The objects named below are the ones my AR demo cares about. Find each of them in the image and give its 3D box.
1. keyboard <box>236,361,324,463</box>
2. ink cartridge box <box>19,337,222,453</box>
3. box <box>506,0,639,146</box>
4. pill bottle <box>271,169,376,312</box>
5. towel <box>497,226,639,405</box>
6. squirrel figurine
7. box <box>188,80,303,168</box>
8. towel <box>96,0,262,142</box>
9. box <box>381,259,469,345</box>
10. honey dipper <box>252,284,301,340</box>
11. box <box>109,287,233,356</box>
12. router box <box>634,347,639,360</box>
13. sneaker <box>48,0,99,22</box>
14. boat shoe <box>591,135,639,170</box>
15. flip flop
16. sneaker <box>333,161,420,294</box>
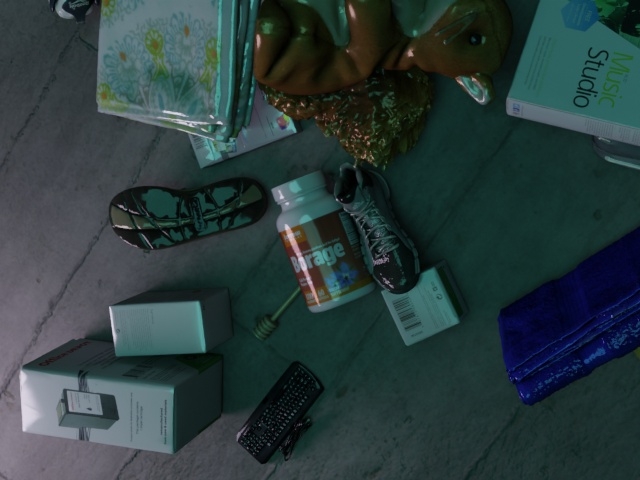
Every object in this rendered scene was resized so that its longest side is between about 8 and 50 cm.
[{"bbox_3d":[-0.065,0.310,2.020,0.100,0.038,0.192,39,108,8],"label":"keyboard"},{"bbox_3d":[-0.340,0.262,2.008,0.289,0.211,0.122,5,101,18],"label":"ink cartridge box"},{"bbox_3d":[0.458,-0.256,1.703,0.322,0.058,0.232,16,71,13],"label":"box"},{"bbox_3d":[0.000,0.000,1.907,0.121,0.121,0.216,-21,92,19],"label":"pill bottle"},{"bbox_3d":[0.406,0.094,1.741,0.308,0.228,0.076,-33,116,18],"label":"towel"},{"bbox_3d":[0.093,-0.298,1.766,0.370,0.397,0.281,6,57,-1],"label":"squirrel figurine"},{"bbox_3d":[-0.141,-0.219,1.962,0.186,0.038,0.145,-20,92,20],"label":"box"},{"bbox_3d":[-0.235,-0.365,1.893,0.320,0.090,0.375,14,103,35],"label":"towel"},{"bbox_3d":[0.170,0.100,1.886,0.102,0.087,0.101,-25,90,19],"label":"box"},{"bbox_3d":[-0.056,0.106,1.990,0.030,0.030,0.161,43,106,7],"label":"honey dipper"},{"bbox_3d":[-0.255,0.140,2.004,0.170,0.130,0.091,-4,96,18],"label":"box"},{"bbox_3d":[0.632,0.125,1.748,0.309,0.081,0.243,-35,87,19],"label":"router box"},{"bbox_3d":[-0.401,-0.440,1.921,0.094,0.235,0.153,-11,97,-24],"label":"sneaker"},{"bbox_3d":[0.561,-0.138,1.741,0.319,0.116,0.099,14,145,8],"label":"boat shoe"},{"bbox_3d":[-0.225,-0.051,2.000,0.277,0.080,0.112,-11,90,4],"label":"flip flop"},{"bbox_3d":[0.074,-0.026,1.834,0.086,0.132,0.229,-30,62,17],"label":"sneaker"}]
